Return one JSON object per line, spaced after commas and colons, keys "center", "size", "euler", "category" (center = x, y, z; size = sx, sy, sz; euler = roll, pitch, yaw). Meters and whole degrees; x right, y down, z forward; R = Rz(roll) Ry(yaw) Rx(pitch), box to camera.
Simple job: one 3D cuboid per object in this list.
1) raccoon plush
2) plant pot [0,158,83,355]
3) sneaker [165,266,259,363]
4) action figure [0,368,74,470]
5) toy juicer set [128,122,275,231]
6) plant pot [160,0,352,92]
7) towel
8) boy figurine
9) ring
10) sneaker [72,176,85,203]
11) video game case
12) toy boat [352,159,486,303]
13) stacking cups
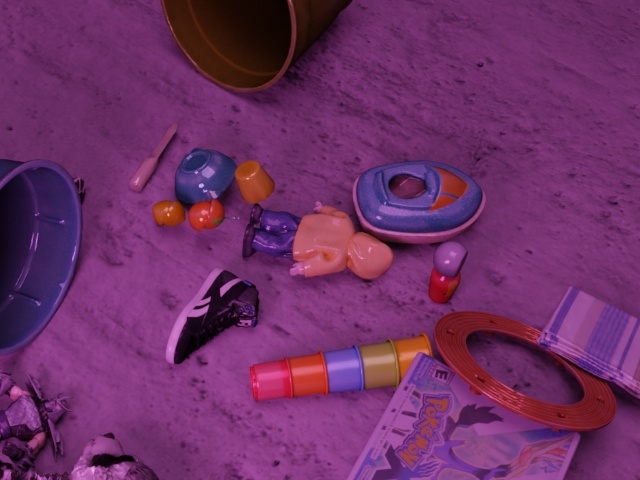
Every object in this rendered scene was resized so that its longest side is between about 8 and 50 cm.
{"center": [-0.395, 0.501, 1.448], "size": [0.299, 0.216, 0.446], "euler": [14, 81, -12], "category": "raccoon plush"}
{"center": [-0.647, -0.011, 1.692], "size": [0.334, 0.341, 0.341], "euler": [15, 52, 15], "category": "plant pot"}
{"center": [-0.179, 0.145, 1.756], "size": [0.121, 0.079, 0.217], "euler": [20, 52, 11], "category": "sneaker"}
{"center": [-0.536, 0.306, 1.588], "size": [0.285, 0.099, 0.185], "euler": [-17, 47, -23], "category": "action figure"}
{"center": [-0.257, -0.104, 1.945], "size": [0.329, 0.089, 0.209], "euler": [28, 65, 41], "category": "toy juicer set"}
{"center": [-0.101, -0.564, 2.169], "size": [0.366, 0.366, 0.353], "euler": [33, 45, 18], "category": "plant pot"}
{"center": [0.550, 0.199, 1.794], "size": [0.285, 0.034, 0.209], "euler": [28, 37, 13], "category": "towel"}
{"center": [0.000, 0.000, 1.880], "size": [0.285, 0.092, 0.177], "euler": [11, 52, 2], "category": "boy figurine"}
{"center": [0.347, 0.225, 1.691], "size": [0.337, 0.032, 0.336], "euler": [17, 23, -8], "category": "ring"}
{"center": [-0.524, -0.070, 1.897], "size": [0.071, 0.068, 0.170], "euler": [28, 55, 22], "category": "sneaker"}
{"center": [0.218, 0.368, 1.551], "size": [0.300, 0.036, 0.329], "euler": [26, 55, 12], "category": "video game case"}
{"center": [0.211, -0.039, 1.895], "size": [0.268, 0.148, 0.318], "euler": [-7, 53, -11], "category": "toy boat"}
{"center": [0.037, 0.234, 1.713], "size": [0.316, 0.096, 0.096], "euler": [-10, 54, -8], "category": "stacking cups"}
